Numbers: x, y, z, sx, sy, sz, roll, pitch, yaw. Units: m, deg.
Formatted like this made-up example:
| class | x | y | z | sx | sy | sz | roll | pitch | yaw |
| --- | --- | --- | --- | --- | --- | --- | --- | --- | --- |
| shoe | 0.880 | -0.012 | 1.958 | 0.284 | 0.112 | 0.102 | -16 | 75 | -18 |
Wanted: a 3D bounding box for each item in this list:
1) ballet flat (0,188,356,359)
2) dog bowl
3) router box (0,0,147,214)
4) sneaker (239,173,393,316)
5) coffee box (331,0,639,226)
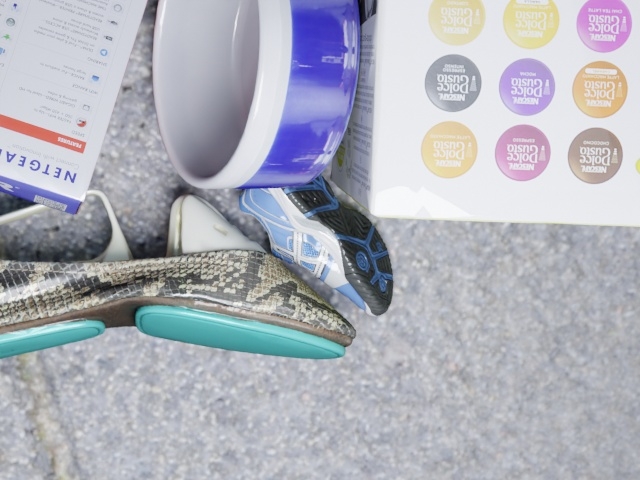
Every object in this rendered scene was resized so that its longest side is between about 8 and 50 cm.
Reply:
| class | x | y | z | sx | sy | sz | roll | pitch | yaw |
| --- | --- | --- | --- | --- | --- | --- | --- | --- | --- |
| ballet flat | -0.204 | 0.034 | 1.642 | 0.482 | 0.164 | 0.182 | -1 | 76 | -7 |
| dog bowl | -0.067 | -0.181 | 1.562 | 0.104 | 0.265 | 0.265 | 0 | 97 | -28 |
| router box | -0.349 | -0.220 | 1.576 | 0.335 | 0.082 | 0.301 | 19 | 77 | -10 |
| sneaker | 0.000 | 0.000 | 1.706 | 0.081 | 0.080 | 0.211 | -25 | 114 | 35 |
| coffee box | 0.198 | -0.192 | 1.567 | 0.337 | 0.338 | 0.334 | 2 | 96 | -6 |
